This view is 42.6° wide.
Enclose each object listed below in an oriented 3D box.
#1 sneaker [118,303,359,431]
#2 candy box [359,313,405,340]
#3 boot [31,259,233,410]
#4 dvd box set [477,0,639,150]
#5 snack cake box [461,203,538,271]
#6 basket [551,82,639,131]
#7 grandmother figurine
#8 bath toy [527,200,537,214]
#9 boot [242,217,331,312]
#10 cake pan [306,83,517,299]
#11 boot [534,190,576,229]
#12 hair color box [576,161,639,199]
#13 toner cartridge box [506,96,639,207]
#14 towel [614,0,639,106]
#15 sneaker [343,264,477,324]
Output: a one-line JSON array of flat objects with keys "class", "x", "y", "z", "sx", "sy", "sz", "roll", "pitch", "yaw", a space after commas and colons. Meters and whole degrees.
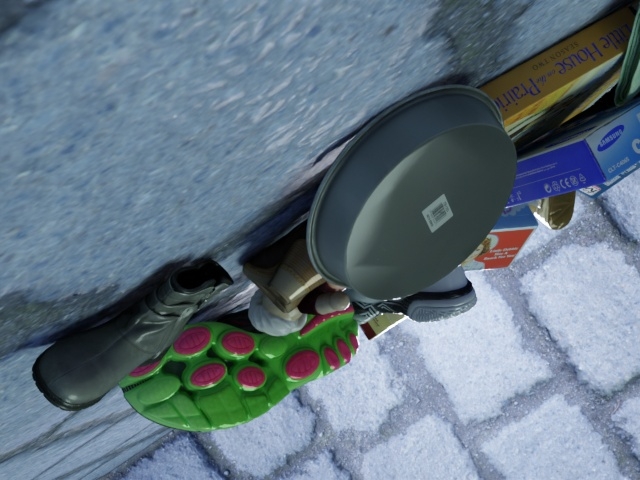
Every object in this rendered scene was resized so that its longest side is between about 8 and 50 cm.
[{"class": "sneaker", "x": -0.140, "y": 0.212, "z": 1.425, "sx": 0.482, "sy": 0.185, "sz": 0.202, "roll": -8, "pitch": 174, "yaw": -44}, {"class": "candy box", "x": 0.169, "y": 0.079, "z": 1.837, "sx": 0.087, "sy": 0.183, "sz": 0.316, "roll": -39, "pitch": 170, "yaw": 39}, {"class": "boot", "x": -0.208, "y": 0.091, "z": 0.939, "sx": 0.161, "sy": 0.083, "sz": 0.246, "roll": -45, "pitch": 173, "yaw": 23}, {"class": "dvd box set", "x": 0.308, "y": -0.197, "z": 1.225, "sx": 0.420, "sy": 0.062, "sz": 0.307, "roll": -30, "pitch": 171, "yaw": -19}, {"class": "snack cake box", "x": 0.290, "y": -0.009, "z": 1.681, "sx": 0.264, "sy": 0.089, "sz": 0.152, "roll": -4, "pitch": 144, "yaw": -19}, {"class": "basket", "x": 0.527, "y": -0.230, "z": 1.578, "sx": 0.204, "sy": 0.154, "sz": 0.227, "roll": -33, "pitch": 175, "yaw": 1}, {"class": "grandmother figurine", "x": 0.020, "y": 0.035, "z": 1.209, "sx": 0.342, "sy": 0.104, "sz": 0.208, "roll": -38, "pitch": -171, "yaw": 30}, {"class": "bath toy", "x": 0.392, "y": -0.090, "z": 1.867, "sx": 0.129, "sy": 0.151, "sz": 0.348, "roll": -38, "pitch": 178, "yaw": -25}, {"class": "boot", "x": 0.000, "y": 0.000, "z": 1.121, "sx": 0.207, "sy": 0.090, "sz": 0.248, "roll": -46, "pitch": -170, "yaw": -11}, {"class": "cake pan", "x": 0.120, "y": -0.043, "z": 0.972, "sx": 0.293, "sy": 0.054, "sz": 0.293, "roll": -24, "pitch": 139, "yaw": -22}, {"class": "boot", "x": 0.498, "y": -0.177, "z": 1.863, "sx": 0.095, "sy": 0.262, "sz": 0.203, "roll": -8, "pitch": -158, "yaw": -23}, {"class": "hair color box", "x": 0.668, "y": -0.246, "z": 1.781, "sx": 0.174, "sy": 0.105, "sz": 0.347, "roll": -68, "pitch": -171, "yaw": -26}, {"class": "toner cartridge box", "x": 0.386, "y": -0.132, "z": 1.307, "sx": 0.165, "sy": 0.075, "sz": 0.348, "roll": -32, "pitch": -175, "yaw": -19}, {"class": "towel", "x": 0.544, "y": -0.338, "z": 1.103, "sx": 0.324, "sy": 0.038, "sz": 0.248, "roll": -37, "pitch": 155, "yaw": -6}, {"class": "sneaker", "x": 0.117, "y": 0.044, "z": 1.567, "sx": 0.365, "sy": 0.210, "sz": 0.137, "roll": -6, "pitch": -168, "yaw": 41}]
